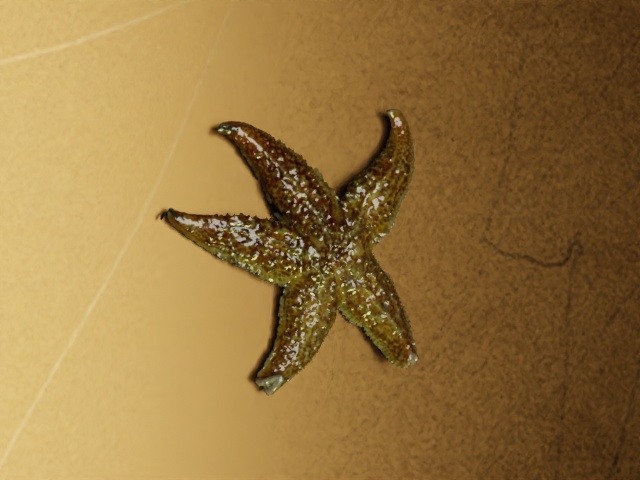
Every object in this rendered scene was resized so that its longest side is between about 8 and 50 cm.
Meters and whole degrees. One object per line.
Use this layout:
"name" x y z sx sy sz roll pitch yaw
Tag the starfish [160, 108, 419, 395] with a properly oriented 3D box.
"starfish" 0.000 0.000 1.352 0.227 0.043 0.240 35 76 -17
